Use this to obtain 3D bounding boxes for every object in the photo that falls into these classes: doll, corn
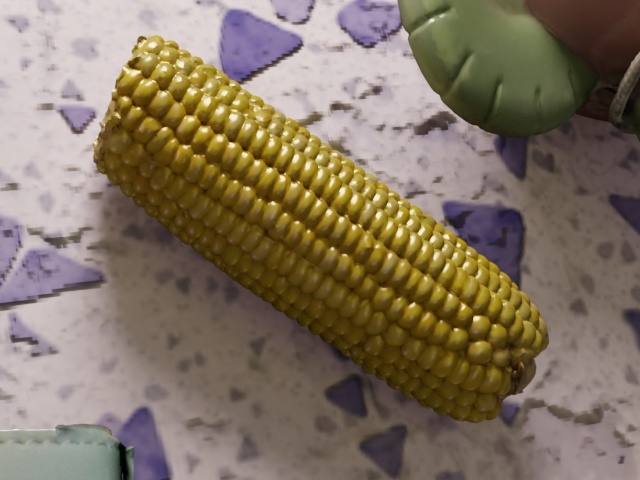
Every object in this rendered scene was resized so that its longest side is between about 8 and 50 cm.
[{"bbox_3d":[0.179,-0.161,0.659,0.284,0.216,0.269,16,70,-19],"label":"doll"},{"bbox_3d":[0.000,0.000,0.592,0.248,0.081,0.081,35,60,-8],"label":"corn"}]

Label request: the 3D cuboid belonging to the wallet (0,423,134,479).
[{"bbox_3d":[-0.151,0.194,0.452,0.176,0.075,0.251,5,67,-25],"label":"wallet"}]
